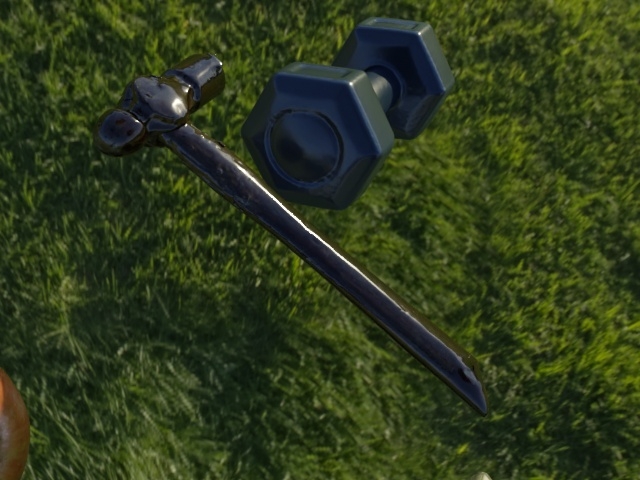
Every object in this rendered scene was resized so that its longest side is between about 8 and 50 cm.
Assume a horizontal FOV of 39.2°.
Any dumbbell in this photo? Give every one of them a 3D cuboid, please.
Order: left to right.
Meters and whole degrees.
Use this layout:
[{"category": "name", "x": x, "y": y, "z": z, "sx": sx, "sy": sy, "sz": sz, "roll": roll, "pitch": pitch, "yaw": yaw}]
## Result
[{"category": "dumbbell", "x": 0.043, "y": -0.154, "z": 1.024, "sx": 0.160, "sy": 0.144, "sz": 0.325, "roll": 61, "pitch": 31, "yaw": -12}]

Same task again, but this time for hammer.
[{"category": "hammer", "x": 0.000, "y": 0.000, "z": 0.330, "sx": 0.178, "sy": 0.021, "sz": 0.065, "roll": 40, "pitch": 44, "yaw": -4}]

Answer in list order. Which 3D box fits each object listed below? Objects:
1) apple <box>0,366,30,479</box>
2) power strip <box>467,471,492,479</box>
[{"category": "apple", "x": -0.400, "y": 0.187, "z": 0.789, "sx": 0.241, "sy": 0.242, "sz": 0.242, "roll": 1, "pitch": 63, "yaw": 26}, {"category": "power strip", "x": 0.081, "y": 0.224, "z": 0.673, "sx": 0.123, "sy": 0.056, "sz": 0.032, "roll": -41, "pitch": 83, "yaw": 16}]
